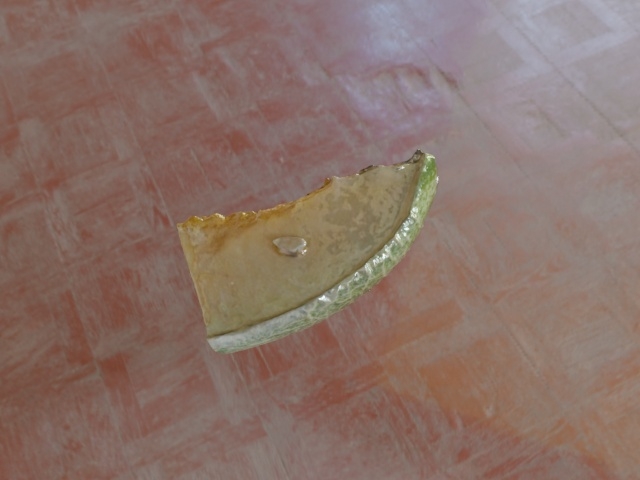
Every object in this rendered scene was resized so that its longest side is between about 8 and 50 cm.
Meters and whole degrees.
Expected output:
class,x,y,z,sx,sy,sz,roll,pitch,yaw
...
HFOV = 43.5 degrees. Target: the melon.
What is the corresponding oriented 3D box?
class,x,y,z,sx,sy,sz,roll,pitch,yaw
melon,0.000,0.008,0.541,0.182,0.054,0.098,-17,84,7
